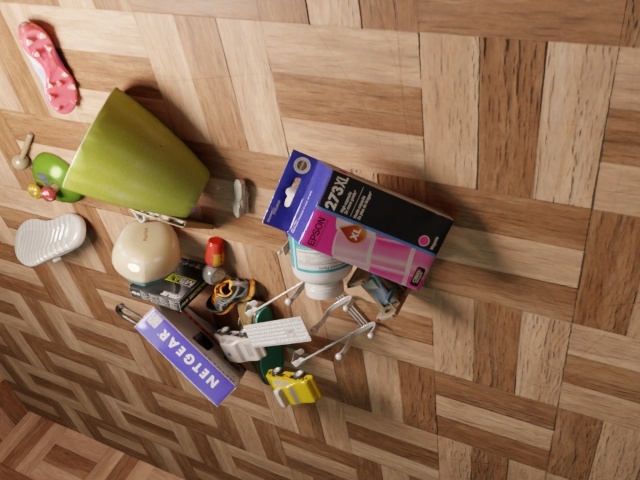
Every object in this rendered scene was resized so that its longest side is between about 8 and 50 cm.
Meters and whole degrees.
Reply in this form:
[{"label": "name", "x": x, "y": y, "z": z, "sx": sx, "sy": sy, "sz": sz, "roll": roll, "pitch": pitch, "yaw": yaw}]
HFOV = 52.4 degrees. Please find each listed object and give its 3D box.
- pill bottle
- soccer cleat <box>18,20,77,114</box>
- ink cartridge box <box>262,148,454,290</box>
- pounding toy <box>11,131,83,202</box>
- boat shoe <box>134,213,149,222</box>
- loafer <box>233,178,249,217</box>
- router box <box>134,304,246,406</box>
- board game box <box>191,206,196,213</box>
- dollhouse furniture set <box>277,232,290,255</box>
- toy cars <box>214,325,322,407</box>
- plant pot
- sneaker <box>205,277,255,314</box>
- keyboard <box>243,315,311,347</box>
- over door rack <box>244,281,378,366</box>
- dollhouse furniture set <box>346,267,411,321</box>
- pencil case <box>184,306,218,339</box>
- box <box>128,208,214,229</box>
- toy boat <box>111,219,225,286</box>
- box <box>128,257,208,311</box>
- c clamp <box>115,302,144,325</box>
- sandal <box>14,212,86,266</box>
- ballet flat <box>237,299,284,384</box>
[{"label": "pill bottle", "x": 0.000, "y": 0.000, "z": 1.497, "sx": 0.146, "sy": 0.146, "sz": 0.264, "roll": 8, "pitch": 115, "yaw": 29}, {"label": "soccer cleat", "x": -0.693, "y": -0.438, "z": 1.656, "sx": 0.095, "sy": 0.083, "sz": 0.248, "roll": 45, "pitch": 157, "yaw": 37}, {"label": "ink cartridge box", "x": 0.079, "y": -0.040, "z": 1.376, "sx": 0.371, "sy": 0.069, "sz": 0.176, "roll": 22, "pitch": 104, "yaw": -9}, {"label": "pounding toy", "x": -0.853, "y": -0.185, "z": 1.989, "sx": 0.237, "sy": 0.110, "sz": 0.183, "roll": 44, "pitch": 140, "yaw": -12}, {"label": "boat shoe", "x": -0.531, "y": -0.151, "z": 1.824, "sx": 0.083, "sy": 0.076, "sz": 0.226, "roll": -5, "pitch": 127, "yaw": 38}, {"label": "loafer", "x": -0.201, "y": -0.113, "z": 1.670, "sx": 0.045, "sy": 0.039, "sz": 0.125, "roll": 53, "pitch": 148, "yaw": 32}, {"label": "router box", "x": -0.385, "y": 0.335, "z": 1.989, "sx": 0.335, "sy": 0.082, "sz": 0.301, "roll": 44, "pitch": 178, "yaw": 0}, {"label": "board game box", "x": -0.423, "y": -0.129, "z": 1.806, "sx": 0.133, "sy": 0.033, "sz": 0.168, "roll": 8, "pitch": 134, "yaw": 28}, {"label": "dollhouse furniture set", "x": -0.062, "y": 0.039, "z": 1.686, "sx": 0.091, "sy": 0.081, "sz": 0.114, "roll": 8, "pitch": 134, "yaw": 29}, {"label": "toy cars", "x": -0.177, "y": 0.383, "z": 1.934, "sx": 0.394, "sy": 0.087, "sz": 0.176, "roll": 34, "pitch": 138, "yaw": 17}, {"label": "plant pot", "x": -0.433, "y": -0.185, "z": 1.609, "sx": 0.293, "sy": 0.275, "sz": 0.275, "roll": 27, "pitch": 144, "yaw": -17}, {"label": "sneaker", "x": -0.287, "y": 0.159, "z": 1.951, "sx": 0.083, "sy": 0.084, "sz": 0.215, "roll": 19, "pitch": 144, "yaw": -38}, {"label": "keyboard", "x": -0.123, "y": 0.255, "z": 1.795, "sx": 0.256, "sy": 0.014, "sz": 0.072, "roll": -16, "pitch": 96, "yaw": 46}, {"label": "over door rack", "x": -0.036, "y": 0.234, "z": 1.807, "sx": 0.324, "sy": 0.108, "sz": 0.239, "roll": -28, "pitch": 111, "yaw": 35}, {"label": "dollhouse furniture set", "x": 0.183, "y": 0.088, "z": 1.527, "sx": 0.129, "sy": 0.129, "sz": 0.184, "roll": 48, "pitch": 139, "yaw": -16}, {"label": "pencil case", "x": -0.389, "y": 0.331, "z": 2.194, "sx": 0.273, "sy": 0.113, "sz": 0.124, "roll": 34, "pitch": 129, "yaw": 0}, {"label": "box", "x": -0.396, "y": -0.060, "z": 1.751, "sx": 0.164, "sy": 0.021, "sz": 0.201, "roll": 17, "pitch": -178, "yaw": 12}, {"label": "toy boat", "x": -0.431, "y": 0.055, "z": 1.862, "sx": 0.318, "sy": 0.267, "sz": 0.148, "roll": 4, "pitch": 122, "yaw": -8}, {"label": "box", "x": -0.443, "y": 0.123, "z": 1.957, "sx": 0.191, "sy": 0.184, "sz": 0.045, "roll": 14, "pitch": 126, "yaw": 24}, {"label": "c clamp", "x": -0.703, "y": 0.280, "z": 2.439, "sx": 0.161, "sy": 0.022, "sz": 0.137, "roll": 27, "pitch": 146, "yaw": 7}, {"label": "sandal", "x": -0.916, "y": 0.007, "z": 2.231, "sx": 0.416, "sy": 0.169, "sz": 0.102, "roll": -5, "pitch": 167, "yaw": 38}, {"label": "ballet flat", "x": -0.199, "y": 0.311, "z": 2.051, "sx": 0.124, "sy": 0.116, "sz": 0.342, "roll": 23, "pitch": 140, "yaw": 35}]
